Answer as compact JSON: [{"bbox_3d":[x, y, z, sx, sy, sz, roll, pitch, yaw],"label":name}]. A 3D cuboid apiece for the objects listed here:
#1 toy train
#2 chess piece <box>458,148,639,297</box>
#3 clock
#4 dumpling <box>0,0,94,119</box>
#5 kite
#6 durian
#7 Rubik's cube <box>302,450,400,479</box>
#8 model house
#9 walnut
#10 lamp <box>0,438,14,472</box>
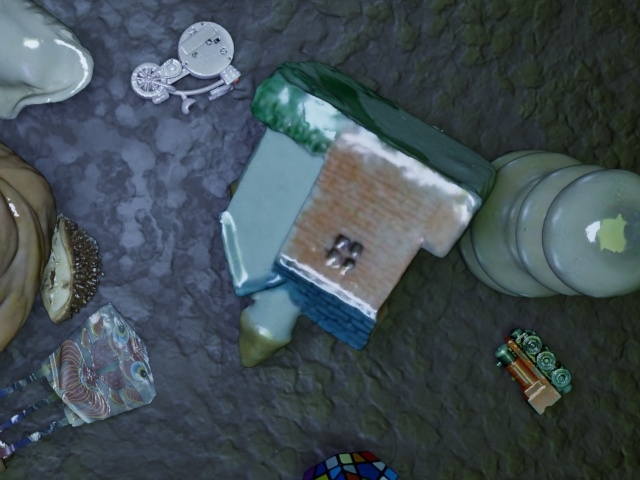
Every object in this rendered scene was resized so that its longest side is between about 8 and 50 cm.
[{"bbox_3d":[0.255,0.154,1.546,0.064,0.044,0.103,-40,96,6],"label":"toy train"},{"bbox_3d":[0.271,-0.013,1.396,0.182,0.330,0.182,0,93,-8],"label":"chess piece"},{"bbox_3d":[-0.154,-0.195,1.481,0.129,0.041,0.087,-31,92,-10],"label":"clock"},{"bbox_3d":[-0.341,-0.199,1.431,0.169,0.100,0.134,32,100,-5],"label":"dumpling"},{"bbox_3d":[-0.295,0.166,1.447,0.229,0.016,0.127,-26,94,-33],"label":"kite"},{"bbox_3d":[-0.287,0.033,1.481,0.066,0.052,0.130,2,89,31],"label":"durian"},{"bbox_3d":[0.035,0.309,1.488,0.133,0.133,0.112,17,117,-7],"label":"Rubik's cube"},{"bbox_3d":[0.000,0.000,1.435,0.267,0.194,0.325,32,107,6],"label":"model house"},{"bbox_3d":[-0.429,0.013,1.332,0.285,0.296,0.285,3,100,14],"label":"walnut"},{"bbox_3d":[-0.513,0.282,1.429,0.325,0.090,0.089,-25,94,-6],"label":"lamp"}]
